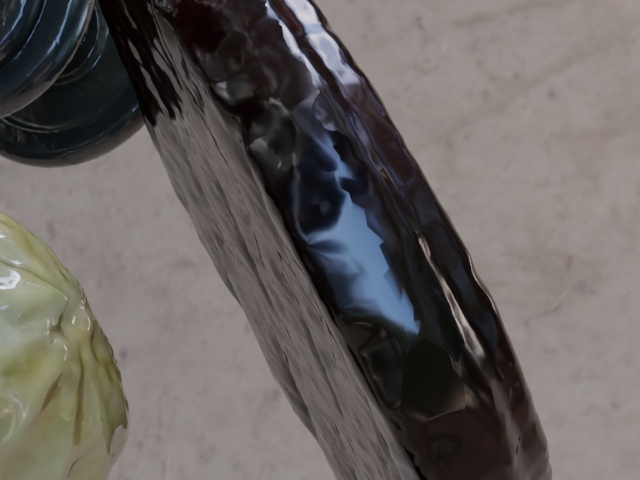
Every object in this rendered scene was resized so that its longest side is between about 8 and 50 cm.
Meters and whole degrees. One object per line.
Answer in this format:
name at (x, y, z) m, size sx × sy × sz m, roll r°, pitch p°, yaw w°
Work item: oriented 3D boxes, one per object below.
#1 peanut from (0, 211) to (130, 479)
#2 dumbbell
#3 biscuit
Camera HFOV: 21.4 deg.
peanut at (-0.158, 0.112, 0.744) m, size 0.147 × 0.306 × 0.147 m, roll 8°, pitch 38°, yaw -6°
dumbbell at (-0.206, -0.153, 1.125) m, size 0.192 × 0.290 × 0.192 m, roll -2°, pitch 83°, yaw 19°
biscuit at (0.000, 0.000, 0.939) m, size 0.091 × 0.407 × 0.407 m, roll -28°, pitch 73°, yaw -8°
